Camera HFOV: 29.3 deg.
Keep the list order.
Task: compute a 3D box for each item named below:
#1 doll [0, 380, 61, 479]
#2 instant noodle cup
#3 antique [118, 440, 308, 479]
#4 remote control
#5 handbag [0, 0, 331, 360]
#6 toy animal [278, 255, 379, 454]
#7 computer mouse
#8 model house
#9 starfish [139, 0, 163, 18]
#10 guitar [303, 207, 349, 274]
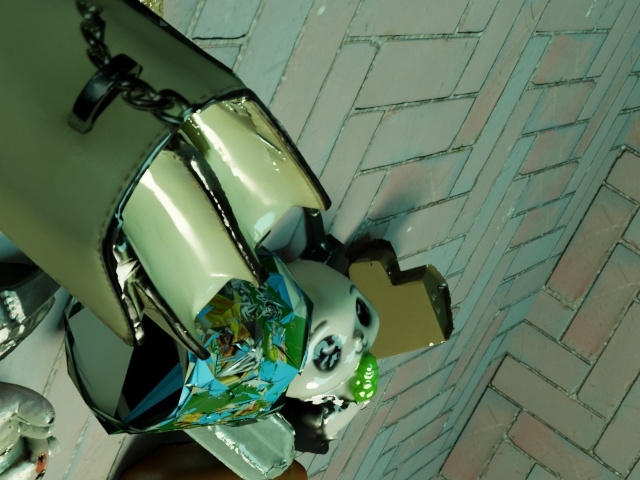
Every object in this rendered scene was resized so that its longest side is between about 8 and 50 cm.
[{"bbox_3d":[-0.342,0.216,1.261,0.149,0.095,0.192,-36,154,-29],"label":"doll"},{"bbox_3d":[-0.154,0.108,1.348,0.178,0.240,0.240,-5,127,-57],"label":"instant noodle cup"},{"bbox_3d":[-0.149,0.347,1.735,0.278,0.129,0.223,3,168,-33],"label":"antique"},{"bbox_3d":[-0.124,0.225,1.606,0.247,0.052,0.104,44,50,-29],"label":"remote control"},{"bbox_3d":[-0.186,-0.100,0.755,0.160,0.358,0.237,-49,158,-11],"label":"handbag"},{"bbox_3d":[-0.011,0.162,1.730,0.212,0.212,0.267,-39,154,-37],"label":"toy animal"},{"bbox_3d":[-0.308,0.072,1.163,0.192,0.062,0.106,-15,135,-58],"label":"computer mouse"},{"bbox_3d":[0.115,0.078,2.002,0.181,0.176,0.248,-17,-171,14],"label":"model house"},{"bbox_3d":[-0.103,-0.240,0.983,0.375,0.094,0.327,-49,-165,-8],"label":"starfish"},{"bbox_3d":[0.002,0.001,1.766,0.084,0.038,0.271,-49,158,-21],"label":"guitar"}]
